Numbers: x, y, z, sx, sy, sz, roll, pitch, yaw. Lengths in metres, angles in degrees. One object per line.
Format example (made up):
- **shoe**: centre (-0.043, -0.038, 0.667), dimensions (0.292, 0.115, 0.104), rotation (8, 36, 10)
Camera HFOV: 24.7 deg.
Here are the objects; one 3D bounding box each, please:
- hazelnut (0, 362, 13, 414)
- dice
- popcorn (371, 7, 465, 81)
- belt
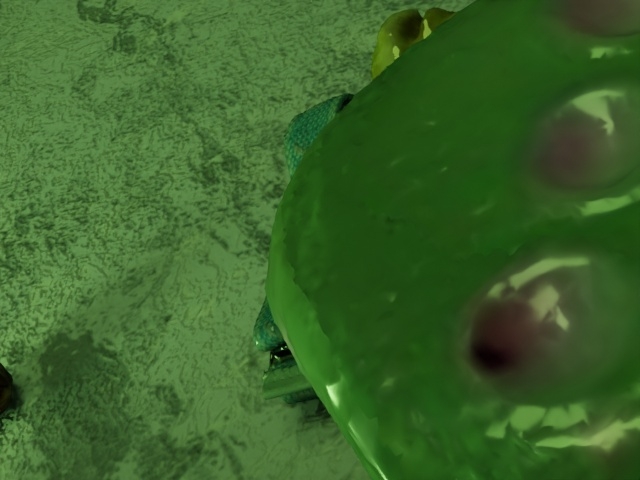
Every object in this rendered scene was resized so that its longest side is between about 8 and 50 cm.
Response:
- **hazelnut**: centre (-0.312, 0.132, 1.290), dimensions (0.086, 0.086, 0.086), rotation (-23, 38, 19)
- **dice**: centre (0.187, 0.062, 0.714), dimensions (0.322, 0.318, 0.330), rotation (-35, 41, 0)
- **popcorn**: centre (0.105, -0.074, 1.057), dimensions (0.200, 0.203, 0.226), rotation (-32, 26, -3)
- **belt**: centre (0.000, 0.000, 1.157), dimensions (0.072, 0.087, 0.302), rotation (-15, 41, 22)
